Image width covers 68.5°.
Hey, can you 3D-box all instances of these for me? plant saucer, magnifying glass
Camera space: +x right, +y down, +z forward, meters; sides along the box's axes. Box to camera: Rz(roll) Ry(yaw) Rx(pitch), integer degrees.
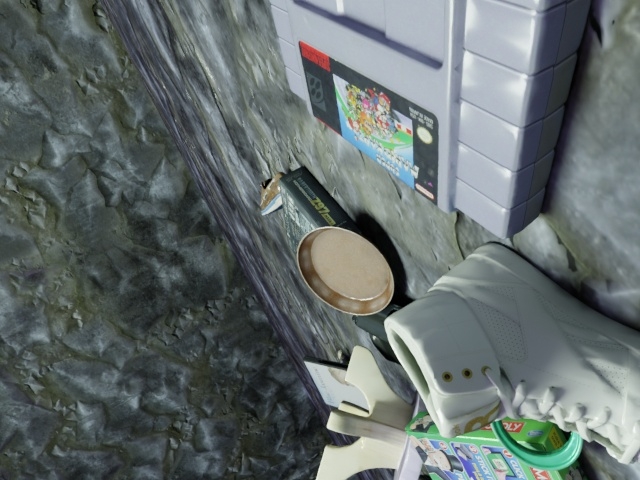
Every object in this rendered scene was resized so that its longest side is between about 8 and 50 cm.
[{"bbox_3d":[0.042,0.044,0.743,0.168,0.029,0.169,18,130,23],"label":"plant saucer"},{"bbox_3d":[0.203,0.135,0.512,0.092,0.026,0.231,-29,80,33],"label":"magnifying glass"}]

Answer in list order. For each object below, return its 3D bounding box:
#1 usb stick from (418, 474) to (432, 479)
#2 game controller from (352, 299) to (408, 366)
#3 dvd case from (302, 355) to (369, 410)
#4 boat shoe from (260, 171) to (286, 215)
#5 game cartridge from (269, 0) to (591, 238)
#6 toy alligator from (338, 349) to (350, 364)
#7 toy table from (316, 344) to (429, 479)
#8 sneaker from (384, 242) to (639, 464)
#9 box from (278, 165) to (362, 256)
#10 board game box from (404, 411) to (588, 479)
[{"bbox_3d":[0.298,0.636,1.169,0.077,0.045,0.278,49,163,10],"label":"usb stick"},{"bbox_3d":[0.152,0.168,0.760,0.166,0.067,0.319,48,168,-16],"label":"game controller"},{"bbox_3d":[0.071,0.416,1.326,0.253,0.022,0.181,-3,120,46],"label":"dvd case"},{"bbox_3d":[-0.093,-0.102,1.004,0.066,0.066,0.183,65,154,-2],"label":"boat shoe"},{"bbox_3d":[0.052,-0.174,0.421,0.355,0.068,0.230,46,155,40],"label":"game cartridge"},{"bbox_3d":[0.089,0.386,1.361,0.051,0.056,0.190,2,127,17],"label":"toy alligator"},{"bbox_3d":[0.102,0.334,0.841,0.160,0.252,0.274,15,156,12],"label":"toy table"},{"bbox_3d":[0.179,0.132,0.378,0.292,0.169,0.108,41,155,45],"label":"sneaker"},{"bbox_3d":[0.000,0.000,0.894,0.183,0.059,0.233,51,162,28],"label":"box"},{"bbox_3d":[0.271,0.376,0.622,0.213,0.046,0.317,-22,99,50],"label":"board game box"}]
